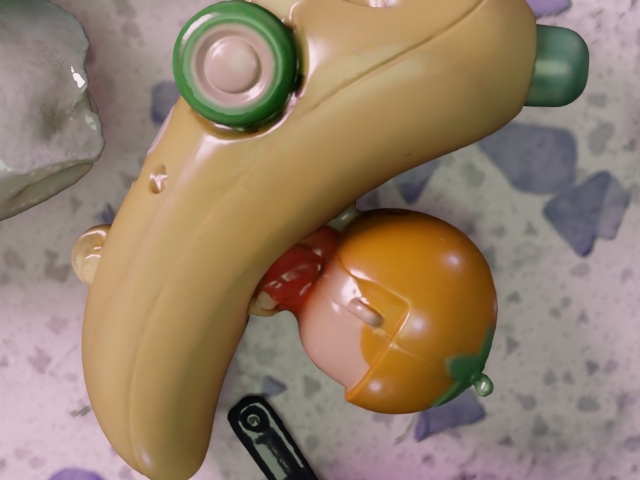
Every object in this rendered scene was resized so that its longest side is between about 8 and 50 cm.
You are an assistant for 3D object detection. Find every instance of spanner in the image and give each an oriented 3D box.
[{"bbox_3d":[0.009,0.180,0.779,0.046,0.012,0.208,-32,96,11],"label":"spanner"}]

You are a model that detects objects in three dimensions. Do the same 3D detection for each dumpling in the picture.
[{"bbox_3d":[-0.214,-0.063,0.719,0.217,0.149,0.105,-22,136,15],"label":"dumpling"}]

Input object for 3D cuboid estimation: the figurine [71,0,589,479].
[{"bbox_3d":[0.000,0.000,0.697,0.222,0.124,0.324,30,105,-4],"label":"figurine"}]
